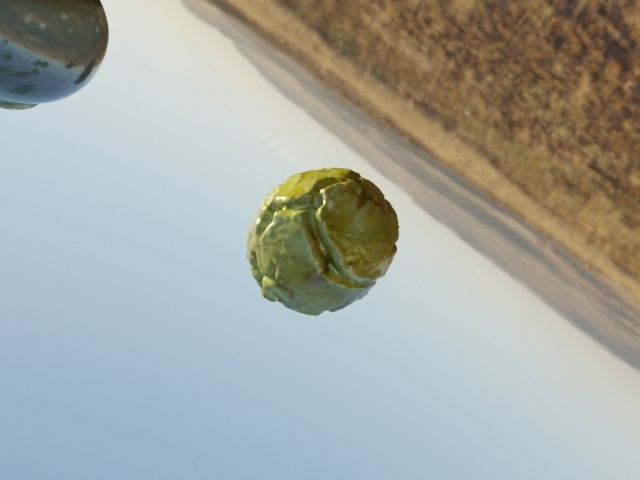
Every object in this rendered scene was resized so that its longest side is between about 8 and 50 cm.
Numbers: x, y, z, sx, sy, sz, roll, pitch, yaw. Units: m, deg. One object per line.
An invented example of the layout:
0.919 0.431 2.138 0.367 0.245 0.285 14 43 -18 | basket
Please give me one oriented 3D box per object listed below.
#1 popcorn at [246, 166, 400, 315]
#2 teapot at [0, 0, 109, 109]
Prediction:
0.000 0.000 1.353 0.204 0.221 0.184 38 -154 -31 | popcorn
-0.304 -0.203 0.927 0.193 0.129 0.294 28 -155 4 | teapot
